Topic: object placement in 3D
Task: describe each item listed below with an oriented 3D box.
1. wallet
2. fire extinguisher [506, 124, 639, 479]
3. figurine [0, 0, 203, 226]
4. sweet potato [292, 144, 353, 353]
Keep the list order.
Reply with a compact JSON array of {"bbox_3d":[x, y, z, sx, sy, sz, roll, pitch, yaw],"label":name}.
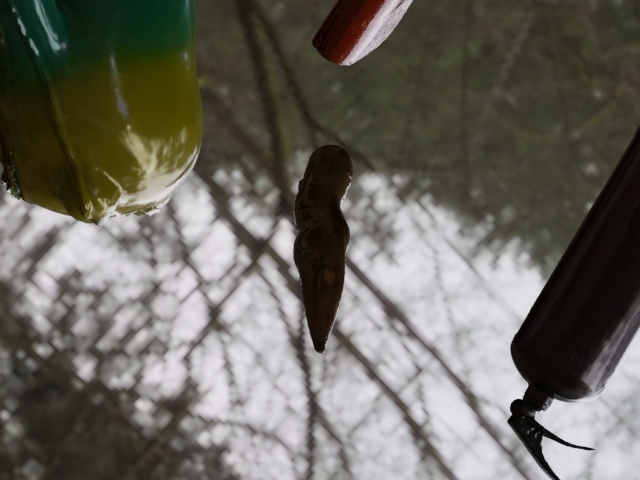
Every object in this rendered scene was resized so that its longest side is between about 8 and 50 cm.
[{"bbox_3d":[0.079,-0.237,1.464,0.204,0.045,0.142,-54,175,31],"label":"wallet"},{"bbox_3d":[0.200,0.032,1.250,0.268,0.089,0.072,-59,-161,-5],"label":"fire extinguisher"},{"bbox_3d":[-0.206,-0.181,1.650,0.231,0.340,0.323,-11,-176,15],"label":"figurine"},{"bbox_3d":[0.000,0.000,1.943,0.067,0.059,0.281,-56,-163,32],"label":"sweet potato"}]
